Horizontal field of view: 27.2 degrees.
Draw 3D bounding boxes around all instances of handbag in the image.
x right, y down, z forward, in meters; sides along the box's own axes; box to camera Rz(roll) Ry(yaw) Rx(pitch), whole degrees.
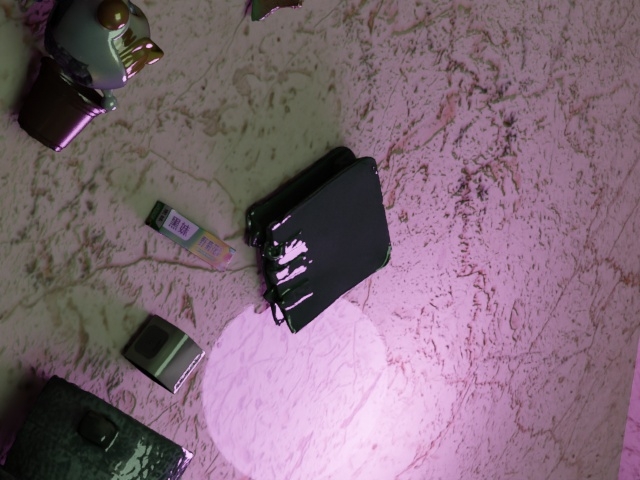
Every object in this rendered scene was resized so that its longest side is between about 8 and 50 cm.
[{"bbox_3d":[-0.001,-0.001,2.221,0.260,0.079,0.247,-37,135,-29],"label":"handbag"}]

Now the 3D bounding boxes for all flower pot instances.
[{"bbox_3d":[-0.334,0.373,1.871,0.283,0.299,0.299,-59,143,-12],"label":"flower pot"},{"bbox_3d":[-0.340,-0.170,1.708,0.089,0.111,0.111,-50,144,8],"label":"flower pot"}]

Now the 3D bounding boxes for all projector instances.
[{"bbox_3d":[-0.240,0.175,2.038,0.082,0.083,0.083,-53,142,-14],"label":"projector"}]

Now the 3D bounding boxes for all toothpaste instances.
[{"bbox_3d":[-0.196,-0.004,2.021,0.043,0.037,0.178,-58,143,-4],"label":"toothpaste"}]

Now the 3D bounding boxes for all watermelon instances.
[{"bbox_3d":[-0.041,-0.400,1.945,0.101,0.080,0.155,-14,107,-56],"label":"watermelon"}]

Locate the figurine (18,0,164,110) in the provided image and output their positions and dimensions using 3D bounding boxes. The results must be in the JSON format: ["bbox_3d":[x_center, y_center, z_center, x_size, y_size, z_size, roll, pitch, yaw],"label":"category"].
[{"bbox_3d":[-0.304,-0.290,1.598,0.133,0.194,0.274,-45,142,-4],"label":"figurine"}]
